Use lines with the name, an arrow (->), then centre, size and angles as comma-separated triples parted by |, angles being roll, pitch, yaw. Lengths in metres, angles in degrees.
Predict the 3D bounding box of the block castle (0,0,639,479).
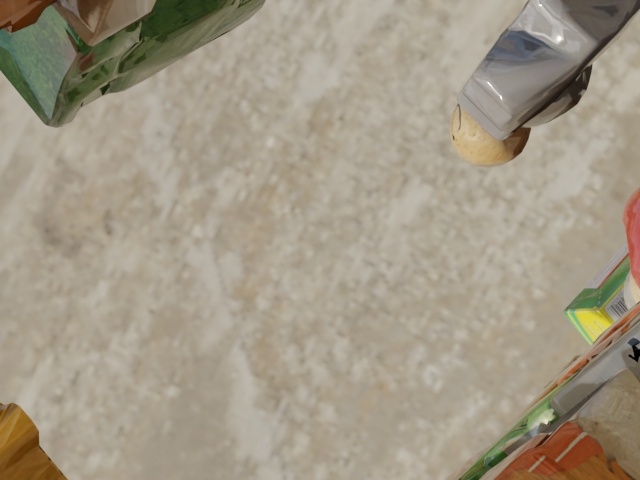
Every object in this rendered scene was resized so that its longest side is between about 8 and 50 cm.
block castle -> 0.000, 0.000, 0.578 | 0.453, 0.303, 0.213 | -37, -10, -37

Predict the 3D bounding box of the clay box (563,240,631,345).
clay box -> 0.276, 0.084, 1.087 | 0.127, 0.222, 0.053 | -45, 12, -18
